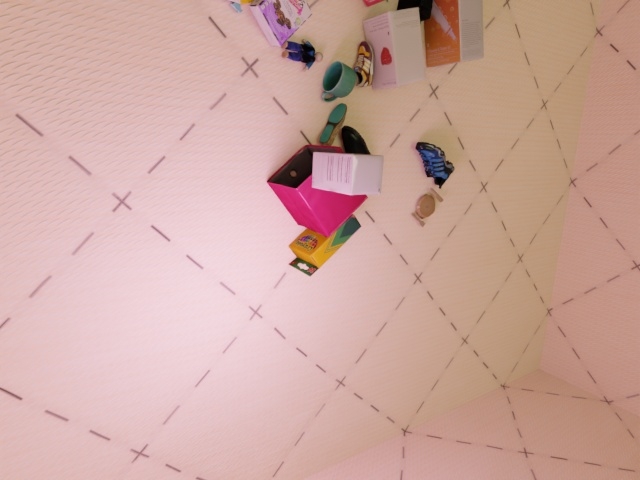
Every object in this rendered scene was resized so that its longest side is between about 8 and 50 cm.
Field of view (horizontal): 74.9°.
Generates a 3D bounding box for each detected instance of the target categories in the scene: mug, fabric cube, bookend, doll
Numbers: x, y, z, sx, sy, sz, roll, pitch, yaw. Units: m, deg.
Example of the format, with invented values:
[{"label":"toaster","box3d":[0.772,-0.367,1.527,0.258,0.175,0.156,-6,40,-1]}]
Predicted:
[{"label":"mug","box3d":[0.077,-0.663,1.754,0.097,0.157,0.130,12,71,-37]},{"label":"fabric cube","box3d":[-0.013,-0.212,1.721,0.254,0.259,0.258,-46,124,-16]},{"label":"bookend","box3d":[0.453,-1.043,1.875,0.157,0.156,0.073,5,99,-35]},{"label":"doll","box3d":[-0.069,-0.744,1.673,0.188,0.046,0.129,-9,98,-38]}]

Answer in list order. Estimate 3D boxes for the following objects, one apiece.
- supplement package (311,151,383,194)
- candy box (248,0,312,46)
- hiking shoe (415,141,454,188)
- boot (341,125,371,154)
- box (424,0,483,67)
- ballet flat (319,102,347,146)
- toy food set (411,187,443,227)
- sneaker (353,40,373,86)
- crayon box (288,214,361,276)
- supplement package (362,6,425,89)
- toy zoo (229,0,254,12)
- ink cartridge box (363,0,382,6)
[{"label":"supplement package","box3d":[0.091,-0.240,1.473,0.138,0.244,0.134,-6,105,-33]},{"label":"candy box","box3d":[-0.145,-0.860,1.559,0.196,0.070,0.165,-50,136,-12]},{"label":"hiking shoe","box3d":[0.583,-0.393,2.155,0.304,0.113,0.132,31,84,-35]},{"label":"boot","box3d":[0.123,-0.357,1.870,0.207,0.094,0.246,-52,130,-16]},{"label":"box","box3d":[0.621,-1.014,1.957,0.168,0.215,0.346,-20,112,-28]},{"label":"ballet flat","box3d":[0.060,-0.498,1.821,0.206,0.073,0.067,-59,152,-3]},{"label":"toy food set","box3d":[0.565,-0.182,2.250,0.132,0.038,0.192,41,84,-27]},{"label":"sneaker","box3d":[0.183,-0.767,1.820,0.083,0.069,0.186,-22,112,-33]},{"label":"crayon box","box3d":[0.000,0.000,1.816,0.318,0.202,0.081,-45,122,-17]},{"label":"supplement package","box3d":[0.325,-0.833,1.831,0.175,0.177,0.293,-24,114,-27]},{"label":"toy zoo","box3d":[-0.288,-0.958,1.452,0.192,0.030,0.294,-16,122,-34]},{"label":"ink cartridge box","box3d":[0.199,-1.148,1.606,0.384,0.279,0.161,44,78,-33]}]
